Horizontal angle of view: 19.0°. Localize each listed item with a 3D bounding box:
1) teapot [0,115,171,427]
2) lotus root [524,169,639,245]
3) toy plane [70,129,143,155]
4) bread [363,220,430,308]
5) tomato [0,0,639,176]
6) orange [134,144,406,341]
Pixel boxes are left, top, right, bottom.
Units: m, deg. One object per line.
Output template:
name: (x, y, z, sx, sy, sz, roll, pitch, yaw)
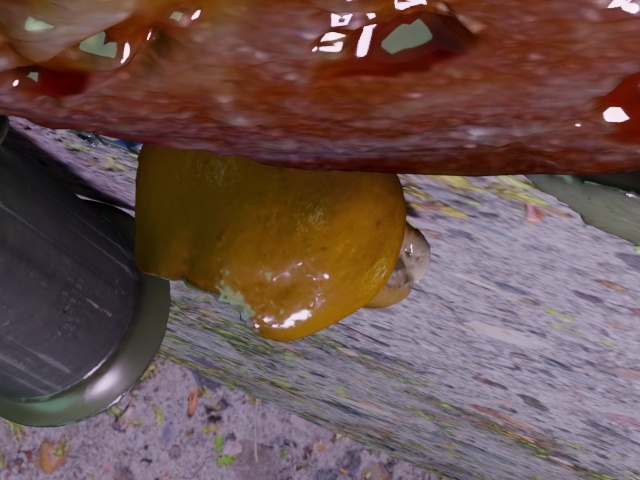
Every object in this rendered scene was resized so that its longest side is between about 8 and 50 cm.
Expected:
teapot: (-0.299, 0.018, 1.467, 0.270, 0.200, 0.337, -27, 152, 10)
lotus root: (0.189, -0.032, 0.553, 0.235, 0.119, 0.138, 15, 168, 21)
toy plane: (-0.150, -0.075, 1.265, 0.084, 0.024, 0.078, 22, -172, -7)
bread: (0.001, 0.000, 1.186, 0.106, 0.082, 0.125, 24, 170, 26)
tomato: (0.047, -0.108, 0.331, 0.338, 0.143, 0.338, 2, 171, 0)
orange: (-0.031, -0.013, 1.057, 0.156, 0.134, 0.156, 22, 157, 10)
